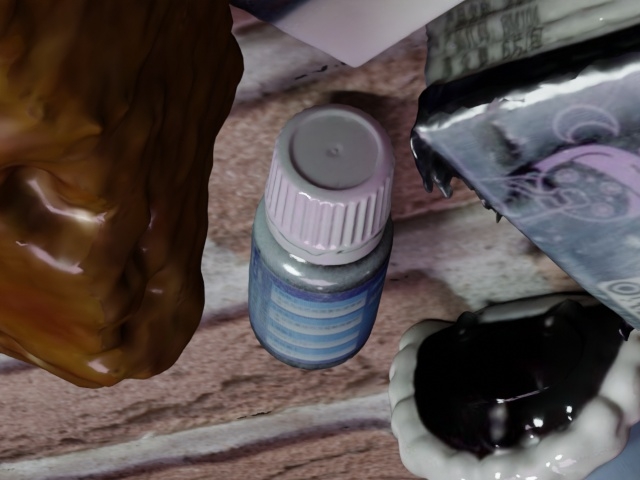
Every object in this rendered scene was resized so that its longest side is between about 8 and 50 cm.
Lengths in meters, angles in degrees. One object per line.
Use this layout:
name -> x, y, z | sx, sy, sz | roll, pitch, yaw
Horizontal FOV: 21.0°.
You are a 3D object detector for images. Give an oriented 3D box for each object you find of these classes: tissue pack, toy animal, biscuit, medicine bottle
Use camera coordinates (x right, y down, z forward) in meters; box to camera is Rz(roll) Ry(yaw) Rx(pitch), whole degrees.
tissue pack -> 0.256, -0.068, 0.802 | 0.361, 0.122, 0.259 | -16, 146, 31
toy animal -> 0.158, 0.129, 1.133 | 0.208, 0.156, 0.204 | -7, 145, 30
biscuit -> -0.227, -0.118, 0.679 | 0.395, 0.166, 0.342 | 20, 152, 14
medicine bottle -> 0.000, 0.000, 1.002 | 0.083, 0.083, 0.203 | 6, 152, 1

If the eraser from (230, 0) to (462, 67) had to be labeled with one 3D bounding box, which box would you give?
eraser -> 0.111, -0.194, 0.621 | 0.098, 0.096, 0.404 | 24, 147, -31
